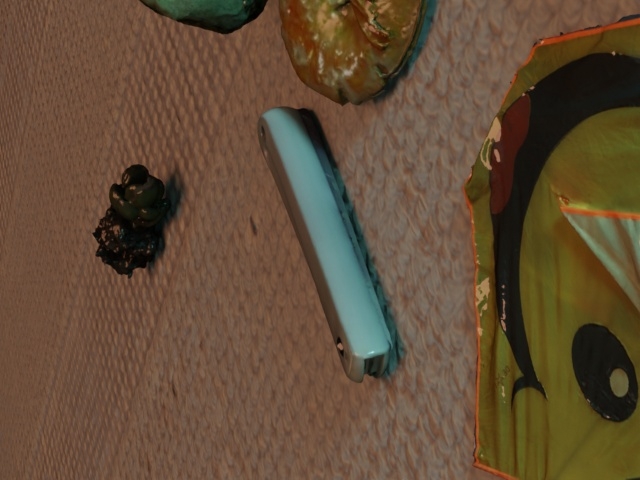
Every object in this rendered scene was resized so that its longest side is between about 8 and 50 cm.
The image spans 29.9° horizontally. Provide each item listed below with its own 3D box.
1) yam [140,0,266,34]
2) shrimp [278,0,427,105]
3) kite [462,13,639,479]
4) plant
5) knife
[{"bbox_3d":[-0.085,-0.329,0.952,0.195,0.195,0.300,-122,40,-47],"label":"yam"},{"bbox_3d":[0.043,-0.218,0.855,0.154,0.062,0.294,59,145,26],"label":"shrimp"},{"bbox_3d":[0.164,0.030,0.653,0.327,0.013,0.378,63,143,42],"label":"kite"},{"bbox_3d":[-0.212,-0.026,1.364,0.085,0.087,0.174,46,144,14],"label":"plant"},{"bbox_3d":[0.001,-0.002,0.962,0.073,0.040,0.266,103,153,-49],"label":"knife"}]
